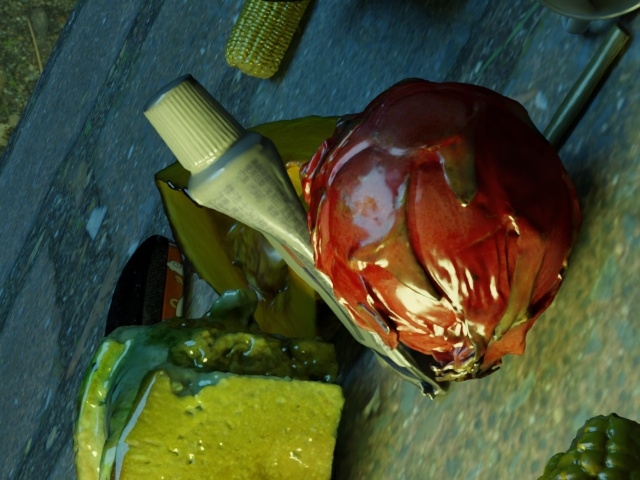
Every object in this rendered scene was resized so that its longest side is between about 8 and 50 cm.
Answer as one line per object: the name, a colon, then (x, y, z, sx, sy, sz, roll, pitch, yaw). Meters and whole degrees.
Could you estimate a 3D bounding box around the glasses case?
glasses case: (-0.190, 0.101, 1.832, 0.103, 0.067, 0.266, -54, 23, 36)

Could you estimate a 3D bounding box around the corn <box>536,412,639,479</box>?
corn: (0.118, 0.212, 0.844, 0.097, 0.097, 0.261, -28, 41, 61)

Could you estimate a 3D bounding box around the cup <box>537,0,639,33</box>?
cup: (0.175, -0.216, 1.181, 0.136, 0.099, 0.133, -48, 27, 41)

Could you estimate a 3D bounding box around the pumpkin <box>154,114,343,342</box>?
pumpkin: (0.000, 0.000, 1.413, 0.148, 0.169, 0.312, -32, 21, -17)

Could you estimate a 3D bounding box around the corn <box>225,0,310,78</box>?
corn: (-0.048, -0.257, 1.878, 0.165, 0.063, 0.085, -65, 10, 0)

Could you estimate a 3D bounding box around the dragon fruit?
dragon fruit: (0.079, -0.014, 1.105, 0.172, 0.172, 0.209, -55, 51, 30)

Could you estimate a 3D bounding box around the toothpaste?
toothpaste: (-0.018, 0.000, 1.196, 0.068, 0.282, 0.099, -36, 17, 21)

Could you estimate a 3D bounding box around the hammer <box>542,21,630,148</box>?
hammer: (0.155, -0.063, 1.187, 0.199, 0.013, 0.062, -59, 21, 23)

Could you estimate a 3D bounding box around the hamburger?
hamburger: (-0.091, 0.172, 1.270, 0.167, 0.192, 0.288, 140, 139, -77)
